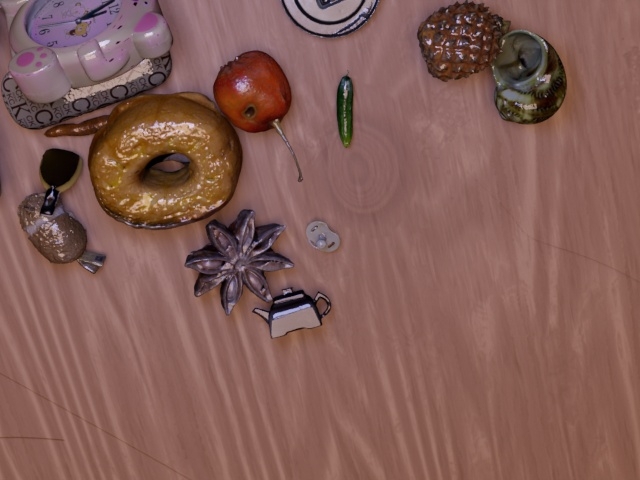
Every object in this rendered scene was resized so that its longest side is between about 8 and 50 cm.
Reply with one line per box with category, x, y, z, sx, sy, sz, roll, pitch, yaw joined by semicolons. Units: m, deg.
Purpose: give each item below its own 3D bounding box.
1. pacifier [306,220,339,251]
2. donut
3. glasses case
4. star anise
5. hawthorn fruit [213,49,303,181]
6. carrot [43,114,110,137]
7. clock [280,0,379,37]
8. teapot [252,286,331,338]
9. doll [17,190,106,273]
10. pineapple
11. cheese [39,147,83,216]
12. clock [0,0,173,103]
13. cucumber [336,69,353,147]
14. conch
pacifier;0.000;0.000;1.992;0.068;0.064;0.083;-39;105;25
donut;-0.321;-0.160;1.872;0.299;0.150;0.317;39;105;-23
glasses case;-0.480;-0.336;1.853;0.355;0.085;0.137;-20;103;2
star anise;-0.187;0.035;1.969;0.236;0.109;0.223;-17;119;-16
hawthorn fruit;-0.100;-0.257;1.854;0.165;0.165;0.285;-38;94;7
carrot;-0.506;-0.238;1.907;0.165;0.035;0.035;-11;106;2
clock;0.019;-0.528;1.856;0.215;0.042;0.215;-1;105;-3
teapot;-0.065;0.154;2.023;0.177;0.087;0.096;-14;96;0
doll;-0.563;-0.007;1.935;0.105;0.115;0.221;-29;114;10
pineapple;0.298;-0.416;1.844;0.193;0.166;0.166;-17;106;5
cheese;-0.555;-0.119;1.883;0.086;0.162;0.036;11;146;-10
clock;-0.458;-0.420;1.752;0.309;0.284;0.114;-19;146;-2
cucumber;0.052;-0.284;1.929;0.039;0.039;0.168;-2;108;-3
conch;0.431;-0.337;1.900;0.187;0.124;0.181;43;108;6
